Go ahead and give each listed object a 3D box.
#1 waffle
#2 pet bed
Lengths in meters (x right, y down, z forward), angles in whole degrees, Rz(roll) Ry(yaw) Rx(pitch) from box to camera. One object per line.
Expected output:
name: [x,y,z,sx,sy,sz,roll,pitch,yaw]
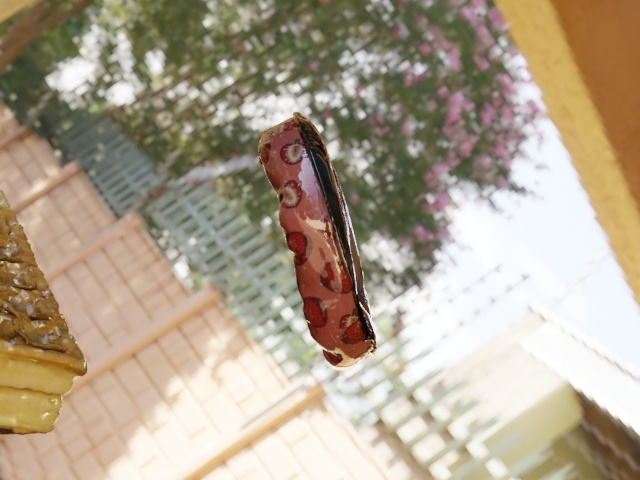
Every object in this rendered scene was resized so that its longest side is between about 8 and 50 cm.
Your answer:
waffle: [-0.340,0.041,1.188,0.213,0.091,0.308,10,26,-34]
pet bed: [0.000,0.000,1.021,0.201,0.053,0.201,-18,90,-90]
